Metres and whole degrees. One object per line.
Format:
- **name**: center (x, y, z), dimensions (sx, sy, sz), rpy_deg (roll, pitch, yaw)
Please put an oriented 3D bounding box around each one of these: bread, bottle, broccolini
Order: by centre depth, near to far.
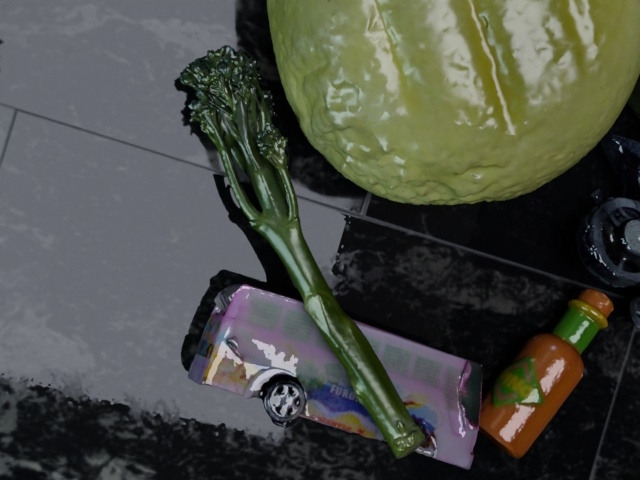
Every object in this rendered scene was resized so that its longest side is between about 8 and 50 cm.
- **bread**: center (0.111, -0.189, 0.707), dimensions (0.321, 0.237, 0.320), rpy_deg (0, 91, -14)
- **broccolini**: center (-0.004, 0.002, 0.722), dimensions (0.079, 0.074, 0.392), rpy_deg (-30, 83, -11)
- **bottle**: center (0.230, 0.129, 0.851), dimensions (0.069, 0.069, 0.187), rpy_deg (41, 81, -14)

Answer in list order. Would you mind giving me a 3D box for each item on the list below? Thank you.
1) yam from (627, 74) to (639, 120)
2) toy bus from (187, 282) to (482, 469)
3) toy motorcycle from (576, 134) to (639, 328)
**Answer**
- **yam**: center (0.402, -0.218, 0.831), dimensions (0.154, 0.154, 0.254), rpy_deg (44, 88, -13)
- **toy bus**: center (0.022, 0.130, 0.785), dimensions (0.274, 0.090, 0.112), rpy_deg (21, 80, -16)
- **toy motorcycle**: center (0.402, 0.016, 0.866), dimensions (0.307, 0.108, 0.173), rpy_deg (28, 68, -12)
